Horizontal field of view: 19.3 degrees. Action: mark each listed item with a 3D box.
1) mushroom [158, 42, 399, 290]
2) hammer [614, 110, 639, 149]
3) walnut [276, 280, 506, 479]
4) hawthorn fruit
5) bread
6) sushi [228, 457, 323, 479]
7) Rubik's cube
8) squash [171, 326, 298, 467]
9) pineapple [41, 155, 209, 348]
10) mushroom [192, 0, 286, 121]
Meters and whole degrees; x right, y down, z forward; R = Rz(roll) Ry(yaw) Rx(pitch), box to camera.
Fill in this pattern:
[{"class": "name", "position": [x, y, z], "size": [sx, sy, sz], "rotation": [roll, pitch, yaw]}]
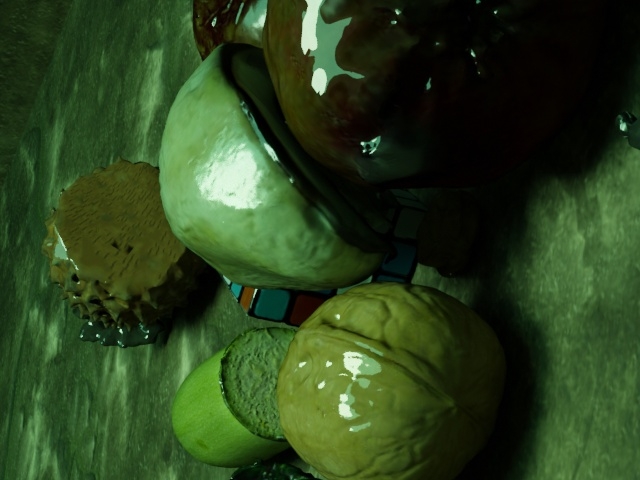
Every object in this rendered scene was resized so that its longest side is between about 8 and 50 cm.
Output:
[{"class": "mushroom", "position": [-0.061, -0.046, 1.710], "size": [0.164, 0.189, 0.267], "rotation": [-43, 65, 21]}, {"class": "hammer", "position": [0.282, -0.162, 1.457], "size": [0.078, 0.021, 0.201], "rotation": [-126, 51, -63]}, {"class": "walnut", "position": [0.060, 0.129, 1.638], "size": [0.225, 0.193, 0.193], "rotation": [-163, 86, -70]}, {"class": "hawthorn fruit", "position": [0.084, -0.187, 1.614], "size": [0.325, 0.308, 0.308], "rotation": [9, 86, 56]}, {"class": "bread", "position": [0.119, -0.007, 1.757], "size": [0.081, 0.046, 0.083], "rotation": [-140, 63, -74]}, {"class": "sushi", "position": [-0.009, 0.279, 1.694], "size": [0.225, 0.127, 0.124], "rotation": [18, 60, 46]}, {"class": "Rubik's cube", "position": [0.000, 0.000, 1.910], "size": [0.155, 0.154, 0.151], "rotation": [-132, 59, -65]}, {"class": "squash", "position": [-0.089, 0.186, 2.076], "size": [0.247, 0.132, 0.132], "rotation": [139, 139, -61]}, {"class": "pineapple", "position": [-0.257, 0.045, 2.527], "size": [0.357, 0.223, 0.223], "rotation": [104, 171, -67]}, {"class": "mushroom", "position": [-0.008, -0.293, 2.038], "size": [0.345, 0.239, 0.345], "rotation": [11, 104, 49]}]
